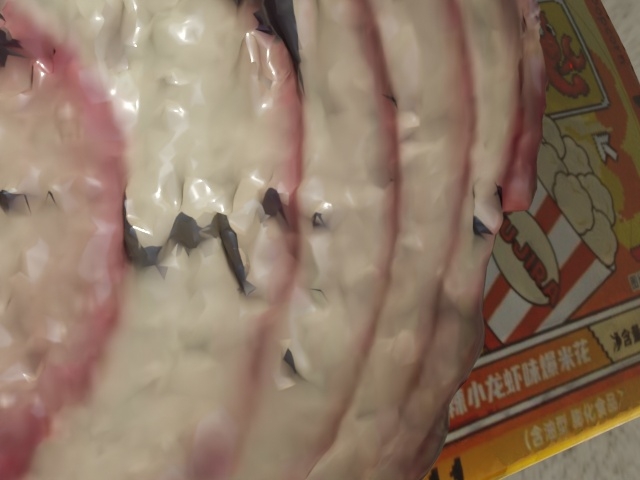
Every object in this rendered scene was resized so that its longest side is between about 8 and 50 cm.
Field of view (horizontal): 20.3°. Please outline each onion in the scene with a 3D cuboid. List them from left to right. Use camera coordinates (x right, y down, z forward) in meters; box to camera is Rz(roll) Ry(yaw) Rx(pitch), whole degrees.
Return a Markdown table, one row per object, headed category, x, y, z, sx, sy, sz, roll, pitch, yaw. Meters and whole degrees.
| category | x | y | z | sx | sy | sz | roll | pitch | yaw |
| --- | --- | --- | --- | --- | --- | --- | --- | --- | --- |
| onion | -0.077 | -0.026 | 0.472 | 0.280 | 0.146 | 0.314 | -9 | 104 | -36 |

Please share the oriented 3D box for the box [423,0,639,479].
| category | x | y | z | sx | sy | sz | roll | pitch | yaw |
| --- | --- | --- | --- | --- | --- | --- | --- | --- | --- |
| box | 0.000 | 0.000 | 0.805 | 0.214 | 0.283 | 0.259 | -30 | 80 | 42 |
